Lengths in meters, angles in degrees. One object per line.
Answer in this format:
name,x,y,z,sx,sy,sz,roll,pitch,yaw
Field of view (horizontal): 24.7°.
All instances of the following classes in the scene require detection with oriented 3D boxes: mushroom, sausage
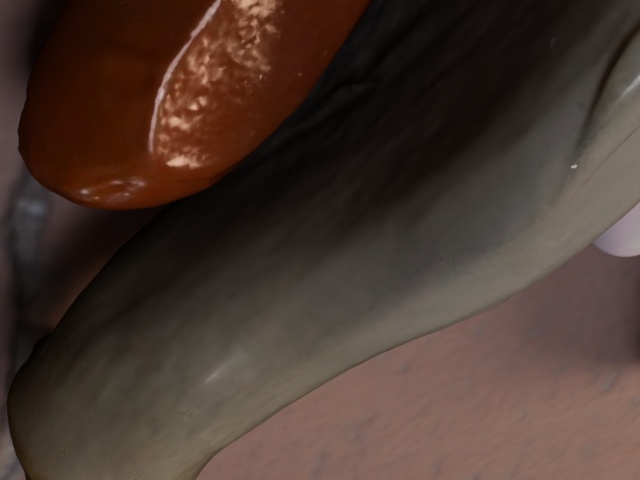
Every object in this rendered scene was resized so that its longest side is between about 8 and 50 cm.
mushroom,0.000,0.000,0.527,0.328,0.159,0.122,-43,90,18
sausage,-0.030,-0.084,0.480,0.089,0.089,0.179,27,105,-40

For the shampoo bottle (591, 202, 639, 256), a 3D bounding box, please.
shampoo bottle,0.129,-0.041,0.607,0.043,0.072,0.099,5,135,11
